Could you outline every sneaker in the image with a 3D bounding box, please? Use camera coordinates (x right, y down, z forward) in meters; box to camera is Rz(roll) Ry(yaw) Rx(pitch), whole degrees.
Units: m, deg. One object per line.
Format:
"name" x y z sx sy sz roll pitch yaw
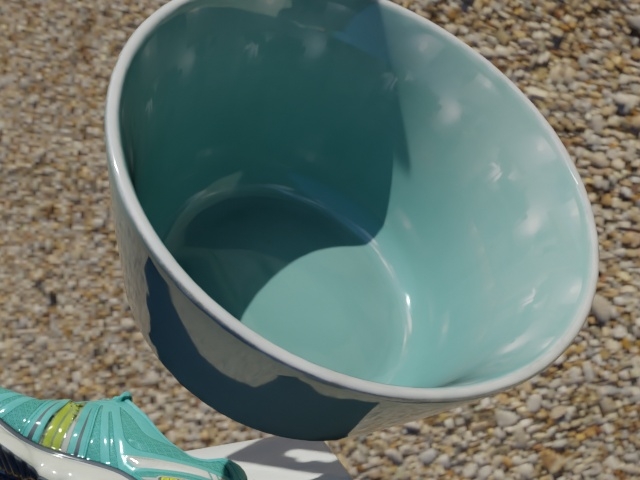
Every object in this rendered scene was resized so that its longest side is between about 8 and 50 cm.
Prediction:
"sneaker" -0.182 0.163 0.876 0.275 0.110 0.107 23 134 18

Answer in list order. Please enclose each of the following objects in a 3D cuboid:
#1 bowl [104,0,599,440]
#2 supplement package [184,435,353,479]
"bowl" 0.000 0.000 0.732 0.311 0.311 0.163 57 142 21
"supplement package" -0.071 0.290 0.983 0.149 0.194 0.203 -150 53 -76
